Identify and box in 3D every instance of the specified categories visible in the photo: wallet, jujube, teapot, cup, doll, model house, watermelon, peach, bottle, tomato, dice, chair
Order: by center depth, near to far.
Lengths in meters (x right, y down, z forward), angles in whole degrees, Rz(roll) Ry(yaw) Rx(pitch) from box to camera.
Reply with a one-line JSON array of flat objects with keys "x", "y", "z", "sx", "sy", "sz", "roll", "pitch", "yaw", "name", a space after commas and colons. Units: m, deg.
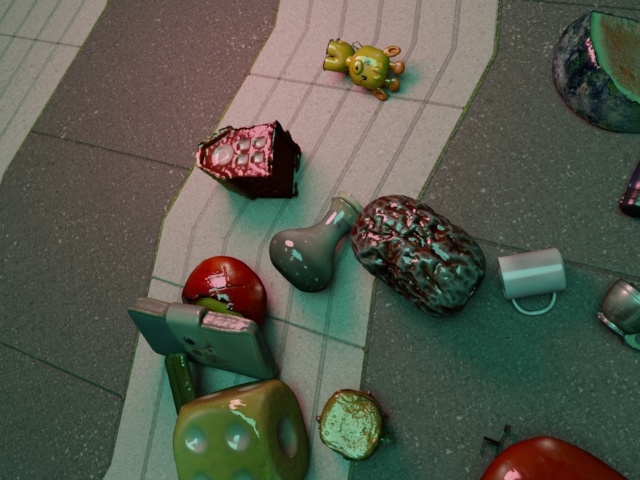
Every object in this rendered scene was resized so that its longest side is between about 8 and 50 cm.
[{"x": 0.431, "y": 0.537, "z": 1.001, "sx": 0.325, "sy": 0.290, "sz": 0.293, "roll": -48, "pitch": 46, "yaw": 3, "name": "tomato"}, {"x": 0.652, "y": 0.158, "z": 1.153, "sx": 0.108, "sy": 0.149, "sz": 0.111, "roll": -50, "pitch": 28, "yaw": 15, "name": "teapot"}, {"x": 0.375, "y": 0.432, "z": 1.184, "sx": 0.042, "sy": 0.037, "sz": 0.086, "roll": 24, "pitch": 87, "yaw": 11, "name": "chair"}, {"x": 0.743, "y": -0.167, "z": 1.214, "sx": 0.082, "sy": 0.072, "sz": 0.244, "roll": 17, "pitch": 78, "yaw": 58, "name": "bottle"}, {"x": 0.473, "y": 0.088, "z": 1.229, "sx": 0.133, "sy": 0.136, "sz": 0.099, "roll": -12, "pitch": 38, "yaw": 13, "name": "cup"}, {"x": -0.175, "y": 0.456, "z": 1.231, "sx": 0.233, "sy": 0.227, "sz": 0.238, "roll": -17, "pitch": 84, "yaw": 17, "name": "dice"}, {"x": 0.223, "y": 0.032, "z": 1.248, "sx": 0.317, "sy": 0.226, "sz": 0.226, "roll": 38, "pitch": 89, "yaw": 25, "name": "jujube"}, {"x": 0.686, "y": -0.404, "z": 1.267, "sx": 0.226, "sy": 0.148, "sz": 0.318, "roll": -33, "pitch": 70, "yaw": -2, "name": "watermelon"}, {"x": -0.289, "y": 0.243, "z": 1.342, "sx": 0.360, "sy": 0.252, "sz": 0.083, "roll": 8, "pitch": 52, "yaw": 20, "name": "wallet"}, {"x": 0.000, "y": 0.000, "z": 1.361, "sx": 0.183, "sy": 0.183, "sz": 0.251, "roll": 38, "pitch": 77, "yaw": 23, "name": "teapot"}, {"x": -0.238, "y": 0.151, "z": 1.371, "sx": 0.190, "sy": 0.196, "sz": 0.226, "roll": -47, "pitch": 53, "yaw": 20, "name": "peach"}, {"x": -0.201, "y": -0.201, "z": 1.458, "sx": 0.253, "sy": 0.196, "sz": 0.160, "roll": -5, "pitch": 76, "yaw": 17, "name": "model house"}, {"x": 0.119, "y": -0.470, "z": 1.481, "sx": 0.220, "sy": 0.135, "sz": 0.143, "roll": 21, "pitch": 115, "yaw": 16, "name": "doll"}]

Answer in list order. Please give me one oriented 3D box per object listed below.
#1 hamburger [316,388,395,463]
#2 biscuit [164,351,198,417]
[{"x": 0.084, "y": 0.417, "z": 1.237, "sx": 0.184, "sy": 0.131, "sz": 0.159, "roll": 22, "pitch": 74, "yaw": 15, "name": "hamburger"}, {"x": -0.323, "y": 0.434, "z": 1.346, "sx": 0.099, "sy": 0.038, "sz": 0.323, "roll": -15, "pitch": 88, "yaw": 47, "name": "biscuit"}]
